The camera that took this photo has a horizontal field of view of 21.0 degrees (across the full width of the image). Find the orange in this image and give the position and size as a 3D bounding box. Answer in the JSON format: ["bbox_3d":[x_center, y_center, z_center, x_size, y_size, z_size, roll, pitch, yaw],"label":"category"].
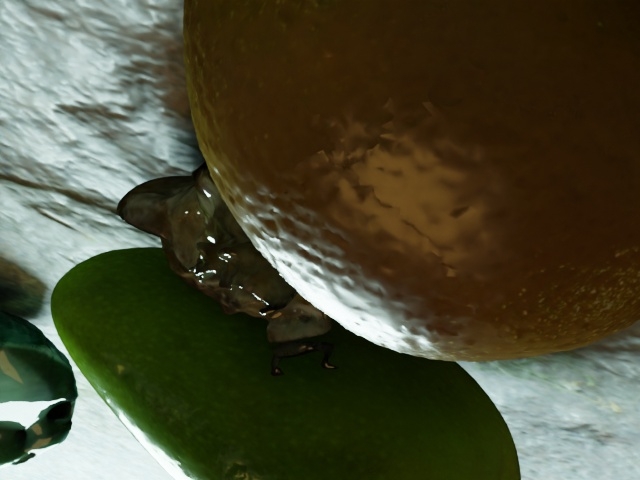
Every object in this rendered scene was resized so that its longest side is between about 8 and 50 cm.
[{"bbox_3d":[0.059,-0.062,0.686,0.236,0.236,0.236,17,154,8],"label":"orange"}]

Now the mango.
[{"bbox_3d":[-0.022,0.112,1.119,0.343,0.192,0.156,28,115,-12],"label":"mango"}]

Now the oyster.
[{"bbox_3d":[0.007,-0.001,0.941,0.197,0.133,0.337,15,167,-27],"label":"oyster"}]

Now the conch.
[{"bbox_3d":[-0.308,0.086,1.347,0.196,0.134,0.202,-25,138,0],"label":"conch"}]
